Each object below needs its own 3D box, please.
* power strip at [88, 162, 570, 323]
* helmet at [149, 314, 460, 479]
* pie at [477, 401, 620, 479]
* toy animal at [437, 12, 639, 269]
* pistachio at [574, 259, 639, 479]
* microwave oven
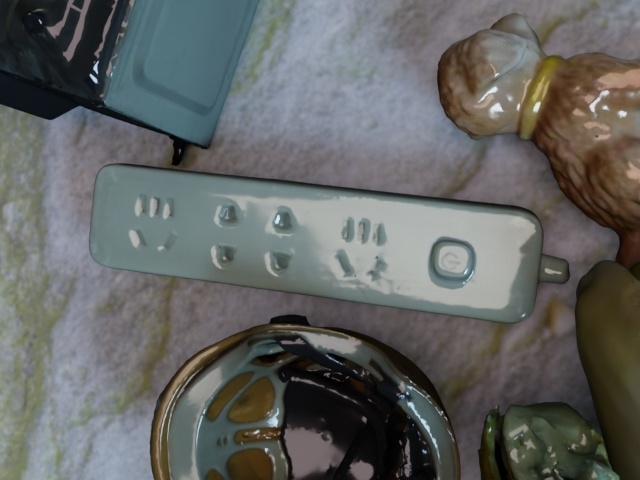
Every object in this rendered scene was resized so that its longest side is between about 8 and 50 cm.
[{"bbox_3d":[0.000,0.000,0.583,0.385,0.062,0.091,7,94,13],"label":"power strip"},{"bbox_3d":[-0.001,0.156,0.548,0.224,0.130,0.198,2,86,23],"label":"helmet"},{"bbox_3d":[0.170,0.271,0.418,0.078,0.371,0.296,-14,120,4],"label":"pie"},{"bbox_3d":[0.165,-0.066,0.532,0.185,0.104,0.184,15,101,8],"label":"toy animal"},{"bbox_3d":[0.265,0.135,0.461,0.166,0.197,0.288,-15,78,1],"label":"pistachio"},{"bbox_3d":[-0.238,-0.251,0.559,0.355,0.218,0.286,21,93,12],"label":"microwave oven"}]
